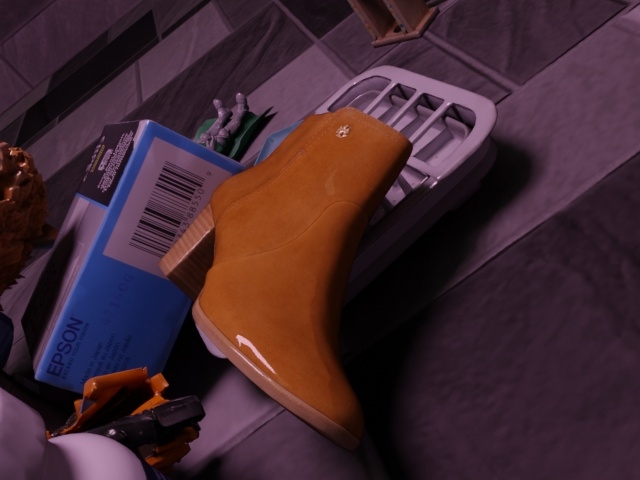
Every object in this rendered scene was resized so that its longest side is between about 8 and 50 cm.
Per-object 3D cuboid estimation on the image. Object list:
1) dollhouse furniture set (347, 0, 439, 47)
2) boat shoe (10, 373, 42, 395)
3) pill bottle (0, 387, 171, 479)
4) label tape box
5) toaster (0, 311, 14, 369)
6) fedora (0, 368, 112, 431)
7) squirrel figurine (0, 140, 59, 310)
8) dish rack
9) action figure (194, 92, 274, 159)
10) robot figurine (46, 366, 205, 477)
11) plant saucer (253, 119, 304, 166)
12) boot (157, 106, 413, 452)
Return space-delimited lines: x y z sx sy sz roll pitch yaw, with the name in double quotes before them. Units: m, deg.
"dollhouse furniture set" 0.092 -0.392 1.027 0.101 0.182 0.161 3 52 50
"boat shoe" -0.391 0.220 0.893 0.050 0.045 0.135 -12 41 40
"pill bottle" -0.117 0.199 0.399 0.153 0.265 0.153 -28 32 19
"label tape box" -0.226 0.006 0.817 0.347 0.115 0.249 16 83 62
"toaster" -0.484 0.180 0.942 0.227 0.129 0.146 -48 23 40
"fedora" -0.340 0.202 0.726 0.275 0.124 0.244 -10 25 35
"squirrel figurine" -0.409 0.022 0.755 0.397 0.281 0.370 -3 28 36
"dish rack" 0.008 -0.028 0.754 0.333 0.072 0.285 -42 31 -3
"action figure" -0.168 -0.114 1.078 0.137 0.063 0.232 -9 46 37
"robot figurine" -0.223 0.181 0.550 0.291 0.085 0.211 -19 -21 -36
"plant saucer" -0.066 -0.081 0.959 0.067 0.018 0.192 -18 38 33
"boot" 0.000 0.000 0.568 0.211 0.104 0.295 -46 38 -5
